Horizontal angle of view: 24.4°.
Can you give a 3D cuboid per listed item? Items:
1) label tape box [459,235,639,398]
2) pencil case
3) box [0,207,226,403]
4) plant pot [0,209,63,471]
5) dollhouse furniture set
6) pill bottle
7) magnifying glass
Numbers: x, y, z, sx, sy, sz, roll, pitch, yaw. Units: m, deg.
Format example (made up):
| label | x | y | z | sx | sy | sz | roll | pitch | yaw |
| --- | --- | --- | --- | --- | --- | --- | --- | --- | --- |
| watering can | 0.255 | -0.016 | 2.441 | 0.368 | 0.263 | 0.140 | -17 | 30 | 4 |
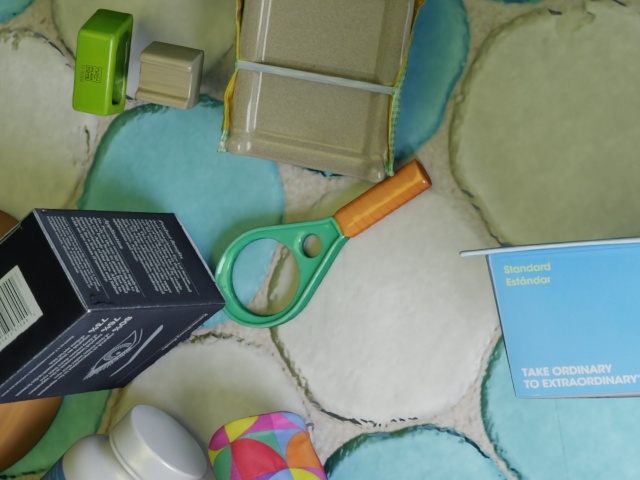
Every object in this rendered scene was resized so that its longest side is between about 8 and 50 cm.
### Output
| label | x | y | z | sx | sy | sz | roll | pitch | yaw |
| --- | --- | --- | --- | --- | --- | --- | --- | --- | --- |
| label tape box | 0.268 | 0.057 | 1.053 | 0.249 | 0.348 | 0.115 | -5 | 85 | 23 |
| pencil case | -0.023 | 0.259 | 1.268 | 0.104 | 0.104 | 0.236 | -34 | 55 | 18 |
| box | -0.213 | 0.058 | 1.322 | 0.153 | 0.207 | 0.108 | -39 | 72 | 23 |
| plant pot | -0.414 | 0.099 | 1.416 | 0.291 | 0.203 | 0.290 | -1 | 88 | 23 |
| dollhouse furniture set | -0.054 | -0.190 | 1.351 | 0.302 | 0.151 | 0.197 | 12 | 111 | 9 |
| pill bottle | -0.210 | 0.257 | 1.363 | 0.221 | 0.124 | 0.124 | -48 | 71 | 14 |
| magnifying glass | 0.000 | 0.000 | 1.344 | 0.231 | 0.026 | 0.092 | -33 | 75 | 17 |
